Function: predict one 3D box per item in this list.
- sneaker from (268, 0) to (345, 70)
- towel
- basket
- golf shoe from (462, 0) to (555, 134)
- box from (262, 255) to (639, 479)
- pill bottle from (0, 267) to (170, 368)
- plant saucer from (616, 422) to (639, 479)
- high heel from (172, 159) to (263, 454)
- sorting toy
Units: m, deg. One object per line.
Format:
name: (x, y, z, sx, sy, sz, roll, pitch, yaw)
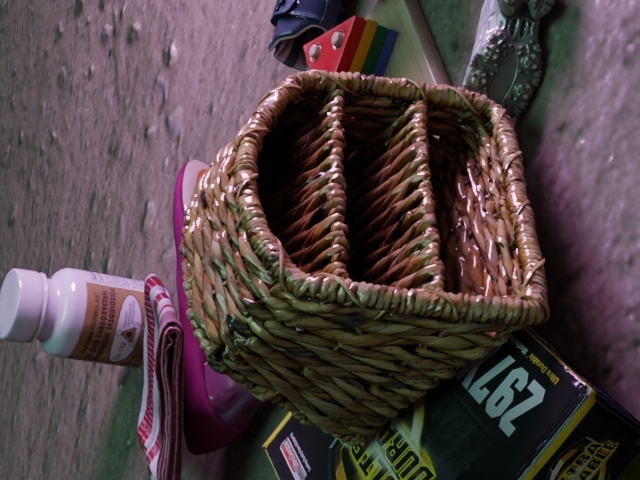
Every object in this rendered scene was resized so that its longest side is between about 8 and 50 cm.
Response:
sneaker: (-0.042, -0.298, 1.429, 0.226, 0.086, 0.164, 8, 83, 58)
towel: (-0.211, 0.183, 1.446, 0.329, 0.037, 0.237, -146, 57, -74)
basket: (0.028, -0.026, 0.933, 0.223, 0.213, 0.299, -40, 29, 31)
golf shoe: (0.175, -0.187, 1.067, 0.086, 0.069, 0.176, -120, 48, -80)
box: (0.089, 0.167, 0.927, 0.257, 0.079, 0.322, -51, 25, 6)
pill bottle: (-0.344, 0.109, 1.635, 0.131, 0.229, 0.131, -28, 56, 52)
plant saucer: (0.244, 0.252, 0.779, 0.188, 0.045, 0.188, -62, 33, 24)
high heel: (-0.157, 0.077, 1.433, 0.181, 0.127, 0.377, -45, 44, 34)
sorting toy: (0.027, -0.123, 1.243, 0.255, 0.089, 0.257, -51, 39, 37)
